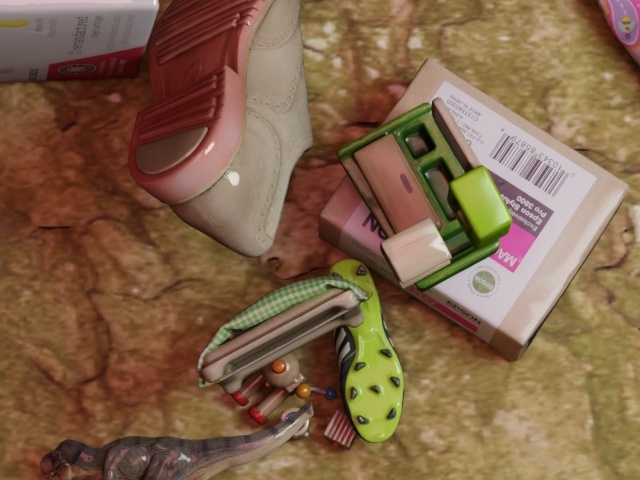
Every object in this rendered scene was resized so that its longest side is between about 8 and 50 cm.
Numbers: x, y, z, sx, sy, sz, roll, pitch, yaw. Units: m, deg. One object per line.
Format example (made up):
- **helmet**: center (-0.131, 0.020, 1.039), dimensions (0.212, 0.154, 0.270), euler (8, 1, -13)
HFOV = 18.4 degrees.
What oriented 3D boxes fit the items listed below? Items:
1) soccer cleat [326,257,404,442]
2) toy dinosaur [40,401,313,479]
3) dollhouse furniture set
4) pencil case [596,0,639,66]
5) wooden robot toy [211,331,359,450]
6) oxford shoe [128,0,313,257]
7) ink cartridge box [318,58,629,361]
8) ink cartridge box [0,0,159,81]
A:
- **soccer cleat**: center (0.041, 0.105, 1.872), dimensions (0.060, 0.072, 0.178), euler (-9, 77, -4)
- **toy dinosaur**: center (-0.131, 0.228, 1.840), dimensions (0.268, 0.064, 0.118), euler (-9, 92, 6)
- **dollhouse furniture set**: center (0.000, 0.000, 1.747), dimensions (0.302, 0.197, 0.151), euler (-28, 82, -2)
- **pencil case**: center (0.372, -0.181, 1.912), dimensions (0.124, 0.124, 0.284), euler (-31, 78, -7)
- **wooden robot toy**: center (-0.038, 0.137, 1.862), dimensions (0.173, 0.079, 0.076), euler (44, 81, 10)
- **oxford shoe**: center (-0.075, -0.144, 1.864), dimensions (0.140, 0.146, 0.397), euler (-20, 36, 31)
- **ink cartridge box**: center (0.145, -0.029, 1.895), dimensions (0.235, 0.088, 0.193), euler (32, 78, 7)
- **ink cartridge box**: center (-0.354, -0.245, 1.817), dimensions (0.385, 0.279, 0.160), euler (-3, 82, -10)
